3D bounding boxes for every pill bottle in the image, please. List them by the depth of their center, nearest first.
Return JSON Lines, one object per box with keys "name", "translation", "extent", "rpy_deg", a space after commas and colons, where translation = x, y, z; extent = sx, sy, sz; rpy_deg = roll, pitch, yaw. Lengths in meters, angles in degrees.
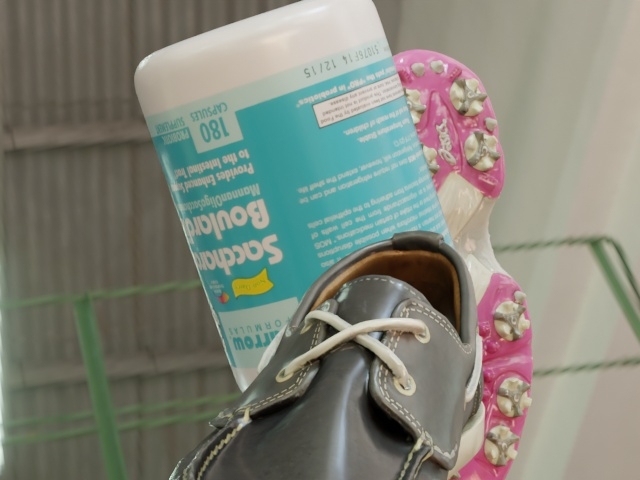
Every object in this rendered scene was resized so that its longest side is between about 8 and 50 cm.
{"name": "pill bottle", "translation": [0.000, 0.000, 0.925], "extent": [0.146, 0.146, 0.264], "rpy_deg": [-19, -84, -1]}

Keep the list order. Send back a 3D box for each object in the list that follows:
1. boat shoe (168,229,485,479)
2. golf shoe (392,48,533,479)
{"name": "boat shoe", "translation": [0.005, 0.050, 0.499], "extent": [0.084, 0.233, 0.079], "rpy_deg": [10, -76, 14]}
{"name": "golf shoe", "translation": [0.060, 0.033, 1.077], "extent": [0.115, 0.306, 0.140], "rpy_deg": [1, -9, -34]}
